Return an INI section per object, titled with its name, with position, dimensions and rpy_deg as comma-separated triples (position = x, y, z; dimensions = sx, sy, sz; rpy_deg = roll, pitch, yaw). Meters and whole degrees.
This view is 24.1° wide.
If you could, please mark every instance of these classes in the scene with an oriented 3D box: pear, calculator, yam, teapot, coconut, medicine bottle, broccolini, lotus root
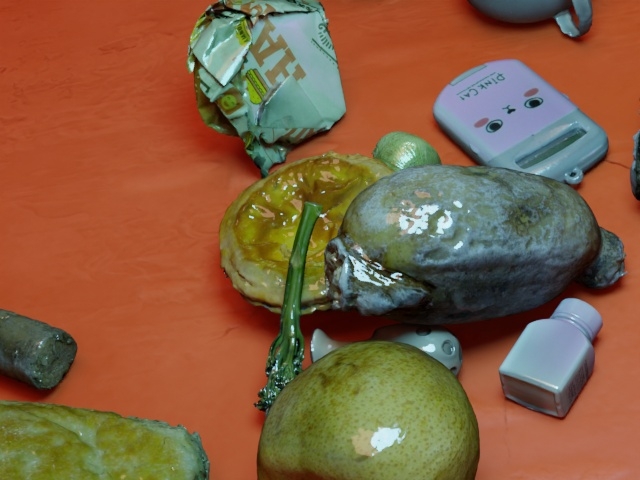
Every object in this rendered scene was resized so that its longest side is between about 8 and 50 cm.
[pear]
position = 0.052, 0.195, 1.446
dimensions = 0.229, 0.188, 0.211
rpy_deg = -14, 27, 39
[calculator]
position = 0.243, -0.137, 1.828
dimensions = 0.141, 0.045, 0.246
rpy_deg = -29, 46, -11
[yam]
position = -0.370, 0.119, 1.747
dimensions = 0.179, 0.078, 0.078
rpy_deg = 14, 52, 29
[teapot]
position = 0.274, -0.365, 1.987
dimensions = 0.193, 0.129, 0.294
rpy_deg = -26, 47, -9
[coconut]
position = 0.103, -0.084, 1.790
dimensions = 0.088, 0.087, 0.096
rpy_deg = -32, 39, -14
[medicine bottle]
position = 0.246, 0.119, 1.567
dimensions = 0.074, 0.055, 0.118
rpy_deg = 17, 55, 31
[broccolini]
position = -0.027, 0.076, 1.617
dimensions = 0.054, 0.051, 0.239
rpy_deg = 8, 85, 23
[lotus root]
position = 0.166, 0.000, 1.591
dimensions = 0.350, 0.175, 0.175
rpy_deg = -4, 40, -23

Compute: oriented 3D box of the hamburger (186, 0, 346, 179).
[hamburger]
position = -0.075, -0.193, 1.897
dimensions = 0.125, 0.235, 0.214
rpy_deg = 12, 20, 43

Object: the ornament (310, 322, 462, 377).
[ornament]
position = 0.074, 0.122, 1.605
dimensions = 0.156, 0.074, 0.081
rpy_deg = -4, 45, 16

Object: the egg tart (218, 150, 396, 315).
[egg tart]
position = 0.000, 0.000, 1.727
dimensions = 0.241, 0.106, 0.241
rpy_deg = -11, 45, 11

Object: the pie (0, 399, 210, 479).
[pie]
position = -0.329, 0.300, 1.495
dimensions = 0.395, 0.180, 0.418
rpy_deg = 17, 43, 26

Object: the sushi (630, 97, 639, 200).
[sushi]
position = 0.420, -0.139, 1.702
dimensions = 0.115, 0.147, 0.212
rpy_deg = 4, 44, 22
